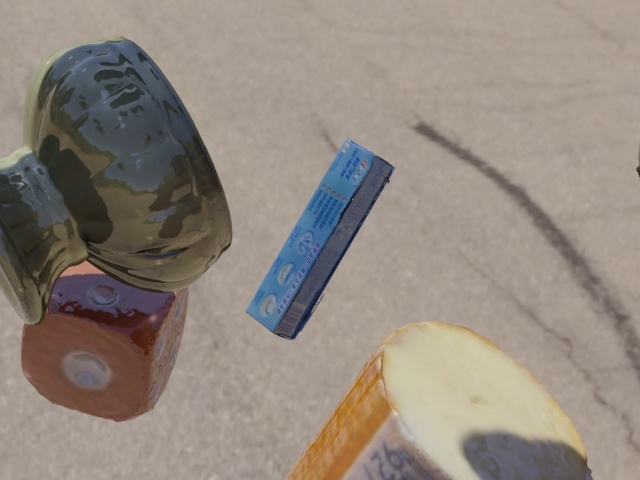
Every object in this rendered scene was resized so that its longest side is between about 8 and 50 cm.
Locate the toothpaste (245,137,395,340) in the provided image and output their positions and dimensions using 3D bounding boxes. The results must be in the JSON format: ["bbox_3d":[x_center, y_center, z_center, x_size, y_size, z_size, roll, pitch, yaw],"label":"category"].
[{"bbox_3d":[0.000,0.000,1.683,0.066,0.272,0.053,33,5,39],"label":"toothpaste"}]

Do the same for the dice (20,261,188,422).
[{"bbox_3d":[-0.272,0.110,1.629,0.175,0.174,0.179,16,37,8],"label":"dice"}]

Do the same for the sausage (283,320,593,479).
[{"bbox_3d":[0.084,0.251,1.173,0.233,0.287,0.233,22,31,-15],"label":"sausage"}]

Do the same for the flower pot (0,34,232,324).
[{"bbox_3d":[-0.269,-0.055,1.396,0.244,0.307,0.307,-28,45,-19],"label":"flower pot"}]

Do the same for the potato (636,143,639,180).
[{"bbox_3d":[0.370,-0.148,1.093,0.141,0.298,0.176,10,22,-15],"label":"potato"}]
